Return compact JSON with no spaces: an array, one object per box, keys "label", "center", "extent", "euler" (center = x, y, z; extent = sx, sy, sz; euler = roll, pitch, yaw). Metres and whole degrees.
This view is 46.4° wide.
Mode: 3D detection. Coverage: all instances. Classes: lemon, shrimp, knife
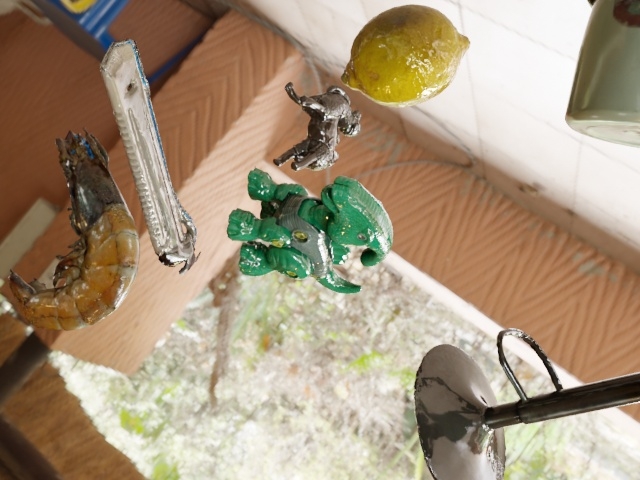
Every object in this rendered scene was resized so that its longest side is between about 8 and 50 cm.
[{"label":"lemon","center":[0.162,-0.350,1.434],"extent":[0.188,0.257,0.188],"euler":[-17,-90,-87]},{"label":"shrimp","center":[-0.349,-0.010,1.022],"extent":[0.054,0.222,0.290],"euler":[25,-138,-58]},{"label":"knife","center":[-0.223,-0.097,0.981],"extent":[0.043,0.089,0.365],"euler":[7,136,16]}]

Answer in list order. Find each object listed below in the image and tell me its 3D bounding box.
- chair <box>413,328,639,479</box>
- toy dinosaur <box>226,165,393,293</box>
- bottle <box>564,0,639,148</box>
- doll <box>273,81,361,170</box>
[{"label":"chair","center":[0.335,0.190,0.897],"extent":[0.401,0.226,0.226],"euler":[-22,130,38]},{"label":"toy dinosaur","center":[0.000,0.000,0.463],"extent":[0.096,0.059,0.132],"euler":[12,153,20]},{"label":"bottle","center":[0.415,-0.289,0.874],"extent":[0.229,0.351,0.229],"euler":[10,-177,-1]},{"label":"doll","center":[0.005,-0.169,1.131],"extent":[0.057,0.139,0.165],"euler":[10,-175,40]}]
